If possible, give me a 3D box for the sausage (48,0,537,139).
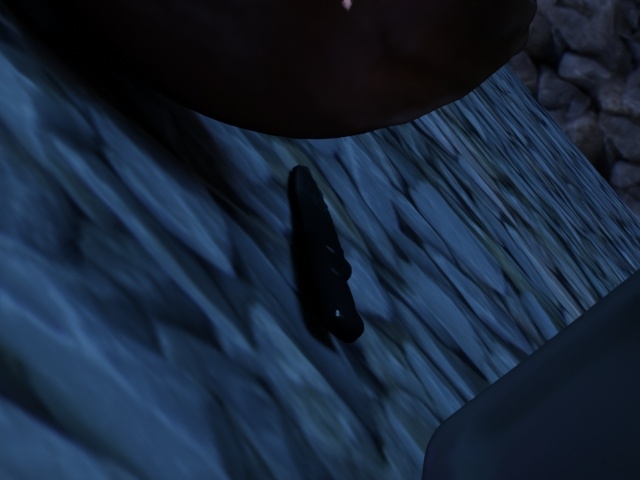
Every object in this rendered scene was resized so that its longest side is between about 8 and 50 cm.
[{"bbox_3d":[-0.046,-0.132,0.538,0.254,0.148,0.148,52,9,-21],"label":"sausage"}]

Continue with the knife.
[{"bbox_3d":[0.000,0.000,0.615,0.023,0.010,0.170,46,10,-17],"label":"knife"}]

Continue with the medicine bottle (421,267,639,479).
[{"bbox_3d":[0.168,0.155,0.475,0.324,0.124,0.179,41,14,-32],"label":"medicine bottle"}]
